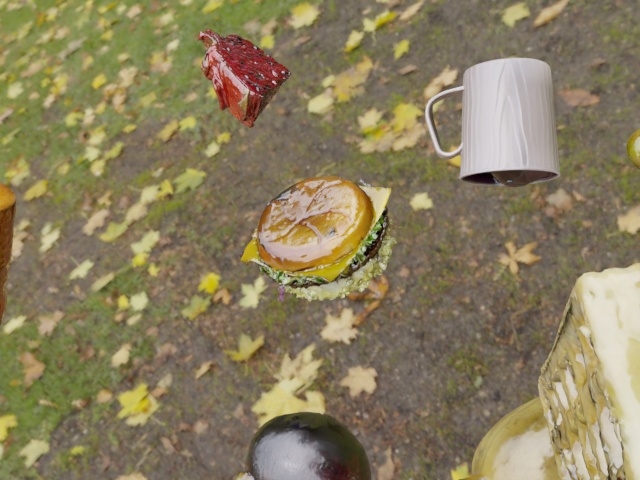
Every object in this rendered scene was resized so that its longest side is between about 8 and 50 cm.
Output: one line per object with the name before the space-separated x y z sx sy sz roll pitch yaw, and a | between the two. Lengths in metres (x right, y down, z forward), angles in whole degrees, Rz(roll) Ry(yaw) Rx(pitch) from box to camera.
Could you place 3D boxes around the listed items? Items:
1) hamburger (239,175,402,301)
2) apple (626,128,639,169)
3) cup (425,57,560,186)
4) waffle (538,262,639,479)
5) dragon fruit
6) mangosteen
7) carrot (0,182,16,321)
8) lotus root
hamburger | 0.000 0.000 1.288 0.262 0.138 0.243 19 58 36
apple | 0.604 -0.165 1.425 0.089 0.089 0.074 -48 6 -22
cup | 0.410 -0.264 1.834 0.288 0.208 0.273 -4 83 36
waffle | 0.255 0.175 0.585 0.114 0.376 0.261 -13 67 7
dragon fruit | -0.111 -0.201 0.964 0.131 0.063 0.097 37 40 9
mangosteen | -0.033 0.362 1.144 0.194 0.194 0.230 4 44 38
carrot | -0.330 0.033 0.722 0.087 0.193 0.087 16 39 -13
lotus root | 0.269 0.275 0.938 0.310 0.182 0.183 -19 33 -18
